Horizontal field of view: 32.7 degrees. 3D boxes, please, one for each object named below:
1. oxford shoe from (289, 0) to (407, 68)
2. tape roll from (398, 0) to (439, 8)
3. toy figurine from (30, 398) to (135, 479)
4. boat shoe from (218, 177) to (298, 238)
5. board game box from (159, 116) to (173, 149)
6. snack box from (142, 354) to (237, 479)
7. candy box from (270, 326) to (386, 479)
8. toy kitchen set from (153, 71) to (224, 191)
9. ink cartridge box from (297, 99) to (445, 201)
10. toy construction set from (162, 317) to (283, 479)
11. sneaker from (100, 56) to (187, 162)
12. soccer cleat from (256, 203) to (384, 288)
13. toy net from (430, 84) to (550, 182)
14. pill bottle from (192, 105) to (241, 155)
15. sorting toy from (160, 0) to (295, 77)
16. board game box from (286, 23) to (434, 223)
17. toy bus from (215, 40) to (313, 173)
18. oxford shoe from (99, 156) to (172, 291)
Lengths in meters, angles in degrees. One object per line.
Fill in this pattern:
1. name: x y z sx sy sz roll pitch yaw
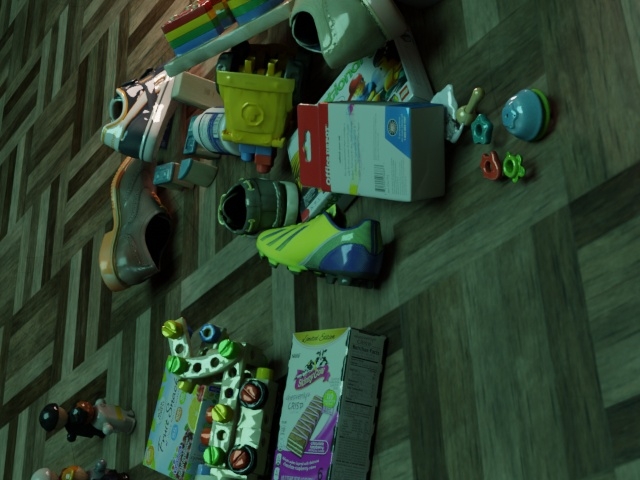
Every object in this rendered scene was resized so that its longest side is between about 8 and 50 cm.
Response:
1. oxford shoe: -0.003 -0.391 1.735 0.146 0.140 0.397 -37 31 3
2. tape roll: 0.164 -0.478 1.709 0.219 0.072 0.219 -33 49 48
3. toy figurine: -0.487 0.427 2.221 0.209 0.148 0.213 -20 59 53
4. boat shoe: -0.127 -0.059 1.907 0.305 0.091 0.109 178 94 -69
5. board game box: -0.404 -0.298 2.534 0.194 0.060 0.194 -6 70 56
6. snack box: -0.232 0.318 1.945 0.174 0.070 0.207 2 76 58
7. candy box: 0.010 0.249 1.594 0.159 0.071 0.234 -14 63 56
8. toy kitchen set: -0.287 -0.220 2.248 0.166 0.122 0.207 -5 71 57
9. ink cartridge box: 0.070 -0.136 1.596 0.231 0.078 0.134 11 107 46
10. toy construction set: -0.169 0.292 1.773 0.215 0.151 0.328 1 87 27
11. sneaker: -0.372 -0.302 2.333 0.321 0.127 0.126 -76 1 -48
12. soccer cleat: 0.001 0.000 1.707 0.289 0.093 0.121 11 92 54
13. toy net: 0.223 -0.150 1.488 0.232 0.045 0.122 24 116 62
14. pill bottle: -0.182 -0.212 2.104 0.169 0.094 0.094 13 86 59
15. sorting toy: -0.149 -0.411 1.948 0.255 0.089 0.257 -23 16 19
16. board game box: 0.057 -0.184 1.750 0.305 0.053 0.193 -49 38 34
17. toy bus: -0.098 -0.236 1.938 0.220 0.149 0.212 -70 -16 -64
18. oxford shoe: -0.371 -0.052 2.340 0.132 0.130 0.364 -13 51 18
